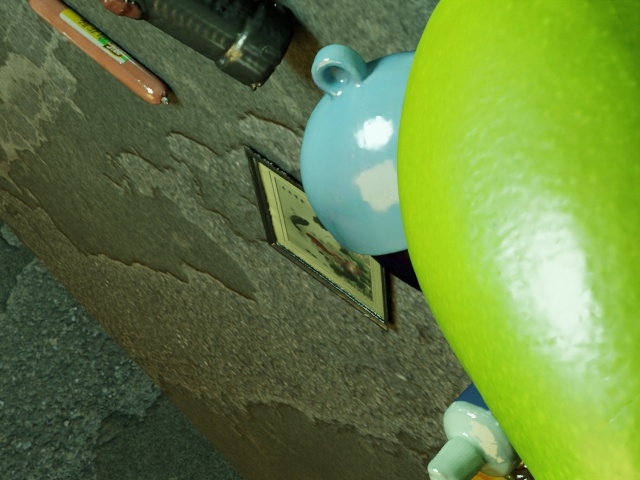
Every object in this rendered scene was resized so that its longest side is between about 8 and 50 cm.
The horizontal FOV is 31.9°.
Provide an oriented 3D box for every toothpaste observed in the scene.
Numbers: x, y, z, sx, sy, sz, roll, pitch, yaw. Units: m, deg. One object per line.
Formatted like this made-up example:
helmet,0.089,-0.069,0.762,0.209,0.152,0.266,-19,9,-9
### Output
toothpaste,0.152,0.056,0.657,0.069,0.268,0.047,6,128,49

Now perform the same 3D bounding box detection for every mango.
mango,0.133,0.002,0.557,0.156,0.343,0.192,14,146,-32

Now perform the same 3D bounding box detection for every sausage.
sausage,-0.247,-0.215,1.235,0.223,0.029,0.029,39,159,15

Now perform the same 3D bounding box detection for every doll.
doll,0.103,-0.025,0.778,0.177,0.141,0.314,-20,130,38

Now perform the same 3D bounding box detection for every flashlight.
flashlight,-0.128,-0.199,0.873,0.232,0.093,0.093,32,166,-23

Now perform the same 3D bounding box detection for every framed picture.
framed picture,0.000,0.000,1.209,0.195,0.010,0.199,35,158,24

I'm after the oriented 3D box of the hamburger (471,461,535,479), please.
hamburger,0.237,0.237,0.906,0.291,0.225,0.291,43,167,12
